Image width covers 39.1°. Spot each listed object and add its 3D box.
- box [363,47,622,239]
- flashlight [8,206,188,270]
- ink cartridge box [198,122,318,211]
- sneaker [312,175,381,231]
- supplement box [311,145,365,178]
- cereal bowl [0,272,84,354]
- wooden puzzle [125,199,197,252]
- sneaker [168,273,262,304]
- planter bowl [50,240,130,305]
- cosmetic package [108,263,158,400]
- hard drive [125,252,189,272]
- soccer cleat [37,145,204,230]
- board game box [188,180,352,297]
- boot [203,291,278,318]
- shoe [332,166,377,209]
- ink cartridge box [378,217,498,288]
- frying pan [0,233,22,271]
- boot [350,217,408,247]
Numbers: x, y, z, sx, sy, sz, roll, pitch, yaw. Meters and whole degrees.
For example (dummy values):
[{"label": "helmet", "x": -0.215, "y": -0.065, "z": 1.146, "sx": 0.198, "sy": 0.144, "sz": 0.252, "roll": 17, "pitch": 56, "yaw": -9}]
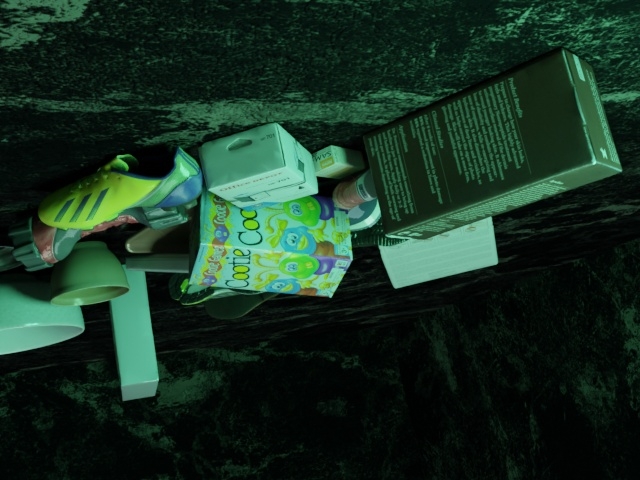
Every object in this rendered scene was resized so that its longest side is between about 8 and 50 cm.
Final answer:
[{"label": "box", "x": 0.274, "y": -0.146, "z": 1.489, "sx": 0.381, "sy": 0.191, "sz": 0.143, "roll": -20, "pitch": 165, "yaw": 35}, {"label": "flashlight", "x": -0.384, "y": -0.028, "z": 1.575, "sx": 0.304, "sy": 0.103, "sz": 0.103, "roll": -13, "pitch": 169, "yaw": 7}, {"label": "ink cartridge box", "x": -0.099, "y": -0.118, "z": 1.504, "sx": 0.139, "sy": 0.082, "sz": 0.190, "roll": -15, "pitch": 168, "yaw": 13}, {"label": "sneaker", "x": -0.037, "y": -0.062, "z": 1.816, "sx": 0.319, "sy": 0.112, "sz": 0.131, "roll": -19, "pitch": 145, "yaw": 28}, {"label": "supplement box", "x": 0.027, "y": -0.140, "z": 1.622, "sx": 0.062, "sy": 0.036, "sz": 0.098, "roll": -21, "pitch": 166, "yaw": 33}, {"label": "cereal bowl", "x": -0.708, "y": 0.162, "z": 2.015, "sx": 0.339, "sy": 0.141, "sz": 0.339, "roll": -11, "pitch": 167, "yaw": -3}, {"label": "wooden puzzle", "x": -0.250, "y": -0.037, "z": 1.818, "sx": 0.221, "sy": 0.044, "sz": 0.238, "roll": -1, "pitch": 159, "yaw": -40}, {"label": "sneaker", "x": -0.229, "y": 0.093, "z": 2.299, "sx": 0.300, "sy": 0.111, "sz": 0.121, "roll": -8, "pitch": 178, "yaw": 7}, {"label": "planter bowl", "x": -0.484, "y": 0.064, "z": 1.870, "sx": 0.162, "sy": 0.109, "sz": 0.162, "roll": -12, "pitch": 168, "yaw": -2}, {"label": "cosmetic package", "x": -0.469, "y": 0.237, "z": 2.247, "sx": 0.097, "sy": 0.284, "sz": 0.377, "roll": -9, "pitch": 167, "yaw": -14}, {"label": "hard drive", "x": -0.253, "y": 0.046, "z": 1.895, "sx": 0.203, "sy": 0.040, "sz": 0.307, "roll": -1, "pitch": 179, "yaw": -36}, {"label": "soccer cleat", "x": -0.330, "y": -0.092, "z": 1.448, "sx": 0.289, "sy": 0.093, "sz": 0.121, "roll": -10, "pitch": 137, "yaw": 12}, {"label": "board game box", "x": -0.096, "y": 0.001, "z": 1.667, "sx": 0.275, "sy": 0.142, "sz": 0.144, "roll": 6, "pitch": 144, "yaw": -14}, {"label": "boot", "x": -0.192, "y": 0.144, "z": 2.534, "sx": 0.305, "sy": 0.112, "sz": 0.115, "roll": -22, "pitch": 175, "yaw": 29}, {"label": "shoe", "x": 0.092, "y": -0.110, "z": 1.677, "sx": 0.081, "sy": 0.063, "sz": 0.178, "roll": -19, "pitch": -169, "yaw": 37}, {"label": "ink cartridge box", "x": 0.309, "y": -0.013, "z": 2.430, "sx": 0.308, "sy": 0.091, "sz": 0.385, "roll": -13, "pitch": 151, "yaw": 8}, {"label": "frying pan", "x": -0.692, "y": 0.026, "z": 1.644, "sx": 0.326, "sy": 0.053, "sz": 0.197, "roll": 4, "pitch": 160, "yaw": -45}, {"label": "boot", "x": 0.141, "y": -0.018, "z": 2.219, "sx": 0.198, "sy": 0.077, "sz": 0.137, "roll": -2, "pitch": 175, "yaw": 17}]
